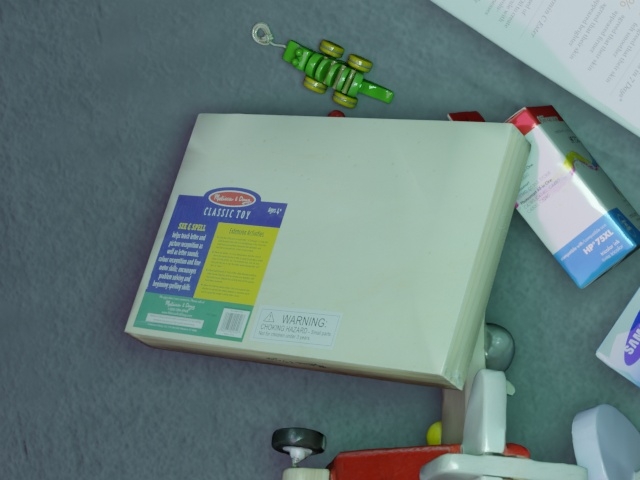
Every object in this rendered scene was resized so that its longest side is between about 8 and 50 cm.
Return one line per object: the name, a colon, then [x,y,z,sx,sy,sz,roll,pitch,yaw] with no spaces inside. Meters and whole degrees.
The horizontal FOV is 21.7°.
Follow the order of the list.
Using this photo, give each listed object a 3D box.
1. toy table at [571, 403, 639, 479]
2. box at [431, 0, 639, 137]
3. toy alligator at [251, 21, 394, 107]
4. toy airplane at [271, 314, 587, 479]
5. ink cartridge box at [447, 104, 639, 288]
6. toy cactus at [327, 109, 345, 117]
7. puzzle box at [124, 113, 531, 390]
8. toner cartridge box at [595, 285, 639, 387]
toy table: [0.389,0.264,1.697,0.161,0.252,0.274,-21,132,24]
box: [0.317,-0.248,1.702,0.345,0.168,0.215,36,106,14]
toy alligator: [-0.006,-0.200,1.884,0.189,0.051,0.056,28,104,15]
toy airplane: [0.147,0.266,1.738,0.386,0.272,0.384,-61,34,18]
ink cartridge box: [0.244,-0.067,1.763,0.078,0.134,0.231,-40,82,18]
toy cactus: [0.007,-0.020,1.882,0.180,0.112,0.219,39,98,2]
puzzle box: [0.000,0.000,1.737,0.409,0.052,0.272,5,70,35]
toner cartridge box: [0.415,-0.015,1.692,0.075,0.165,0.348,35,105,14]
